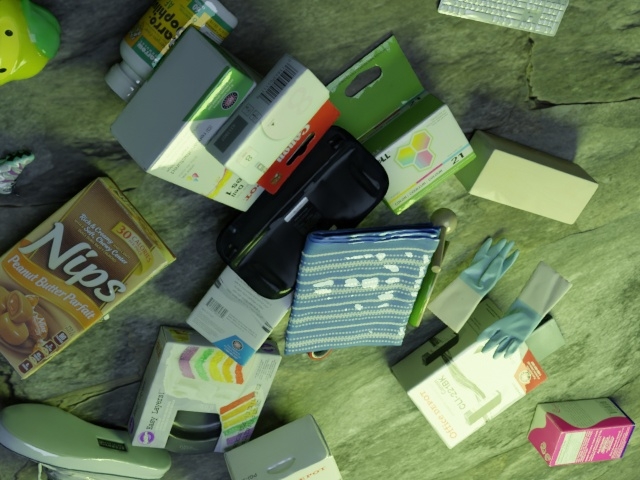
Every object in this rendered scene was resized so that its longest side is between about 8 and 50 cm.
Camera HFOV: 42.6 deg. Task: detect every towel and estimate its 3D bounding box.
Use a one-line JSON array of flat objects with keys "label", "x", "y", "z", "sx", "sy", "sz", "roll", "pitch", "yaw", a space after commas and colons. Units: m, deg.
[{"label": "towel", "x": 0.070, "y": 0.097, "z": 1.480, "sx": 0.243, "sy": 0.040, "sz": 0.336, "roll": -4, "pitch": 138, "yaw": -15}]

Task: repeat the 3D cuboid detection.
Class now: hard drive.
[{"label": "hard drive", "x": 0.494, "y": 0.243, "z": 1.904, "sx": 0.135, "sy": 0.022, "sz": 0.094, "roll": -34, "pitch": 124, "yaw": 0}]

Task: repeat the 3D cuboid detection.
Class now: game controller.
[{"label": "game controller", "x": -0.031, "y": -0.046, "z": 1.442, "sx": 0.166, "sy": 0.067, "sz": 0.319, "roll": 43, "pitch": 96, "yaw": -12}]

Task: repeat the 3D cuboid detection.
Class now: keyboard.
[{"label": "keyboard", "x": 0.333, "y": -0.426, "z": 1.488, "sx": 0.256, "sy": 0.014, "sz": 0.072, "roll": 5, "pitch": 115, "yaw": -22}]

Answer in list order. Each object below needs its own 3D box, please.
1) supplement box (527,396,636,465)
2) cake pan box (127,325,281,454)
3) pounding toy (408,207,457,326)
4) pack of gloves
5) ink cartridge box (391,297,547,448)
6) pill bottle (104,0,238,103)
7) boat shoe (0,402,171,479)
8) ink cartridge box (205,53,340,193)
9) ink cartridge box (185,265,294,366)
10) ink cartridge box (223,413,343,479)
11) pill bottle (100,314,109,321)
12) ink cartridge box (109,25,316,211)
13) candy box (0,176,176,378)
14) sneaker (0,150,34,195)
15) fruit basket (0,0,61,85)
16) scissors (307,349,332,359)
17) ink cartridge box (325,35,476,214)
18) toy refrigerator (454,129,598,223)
[{"label": "supplement box", "x": 0.641, "y": 0.470, "z": 2.029, "sx": 0.220, "sy": 0.111, "sz": 0.114, "roll": 1, "pitch": 117, "yaw": -20}, {"label": "cake pan box", "x": -0.234, "y": 0.306, "z": 1.642, "sx": 0.245, "sy": 0.070, "sz": 0.267, "roll": 13, "pitch": 113, "yaw": -24}, {"label": "pounding toy", "x": 0.179, "y": 0.052, "z": 1.618, "sx": 0.110, "sy": 0.183, "sz": 0.237, "roll": 20, "pitch": 139, "yaw": 8}, {"label": "pack of gloves", "x": 0.369, "y": 0.120, "z": 1.705, "sx": 0.232, "sy": 0.195, "sz": 0.046, "roll": -47, "pitch": 162, "yaw": -8}, {"label": "ink cartridge box", "x": 0.323, "y": 0.292, "z": 1.798, "sx": 0.272, "sy": 0.114, "sz": 0.197, "roll": -36, "pitch": 114, "yaw": 2}, {"label": "pill bottle", "x": -0.237, "y": -0.304, "z": 1.279, "sx": 0.208, "sy": 0.117, "sz": 0.117, "roll": -46, "pitch": 123, "yaw": 8}, {"label": "boat shoe", "x": -0.481, "y": 0.430, "z": 1.590, "sx": 0.367, "sy": 0.136, "sz": 0.156, "roll": 26, "pitch": 109, "yaw": -40}, {"label": "ink cartridge box", "x": -0.052, "y": -0.163, "z": 1.288, "sx": 0.189, "sy": 0.066, "sz": 0.232, "roll": -49, "pitch": 149, "yaw": 4}, {"label": "ink cartridge box", "x": -0.135, "y": 0.114, "z": 1.532, "sx": 0.139, "sy": 0.082, "sz": 0.191, "roll": 38, "pitch": 100, "yaw": 1}, {"label": "ink cartridge box", "x": -0.061, "y": 0.515, "z": 1.746, "sx": 0.207, "sy": 0.117, "sz": 0.283, "roll": -24, "pitch": 139, "yaw": -7}, {"label": "pill bottle", "x": -0.442, "y": 0.127, "z": 1.467, "sx": 0.116, "sy": 0.065, "sz": 0.065, "roll": -18, "pitch": 122, "yaw": -10}, {"label": "ink cartridge box", "x": -0.159, "y": -0.180, "z": 1.303, "sx": 0.201, "sy": 0.117, "sz": 0.278, "roll": -49, "pitch": 153, "yaw": 10}, {"label": "candy box", "x": -0.425, "y": 0.060, "z": 1.382, "sx": 0.316, "sy": 0.087, "sz": 0.183, "roll": -39, "pitch": 94, "yaw": 3}, {"label": "sneaker", "x": -0.502, "y": -0.102, "z": 1.340, "sx": 0.098, "sy": 0.038, "sz": 0.069, "roll": -20, "pitch": 124, "yaw": 2}, {"label": "fruit basket", "x": -0.555, "y": -0.284, "z": 1.105, "sx": 0.391, "sy": 0.283, "sz": 0.392, "roll": 0, "pitch": 114, "yaw": -1}, {"label": "scissors", "x": 0.033, "y": 0.115, "z": 1.668, "sx": 0.109, "sy": 0.021, "sz": 0.297, "roll": 22, "pitch": 107, "yaw": -26}, {"label": "ink cartridge box", "x": 0.135, "y": -0.204, "z": 1.485, "sx": 0.188, "sy": 0.097, "sz": 0.255, "roll": -37, "pitch": 124, "yaw": 2}, {"label": "toy refrigerator", "x": 0.407, "y": -0.125, "z": 1.633, "sx": 0.269, "sy": 0.094, "sz": 0.102, "roll": 14, "pitch": 118, "yaw": -25}]
